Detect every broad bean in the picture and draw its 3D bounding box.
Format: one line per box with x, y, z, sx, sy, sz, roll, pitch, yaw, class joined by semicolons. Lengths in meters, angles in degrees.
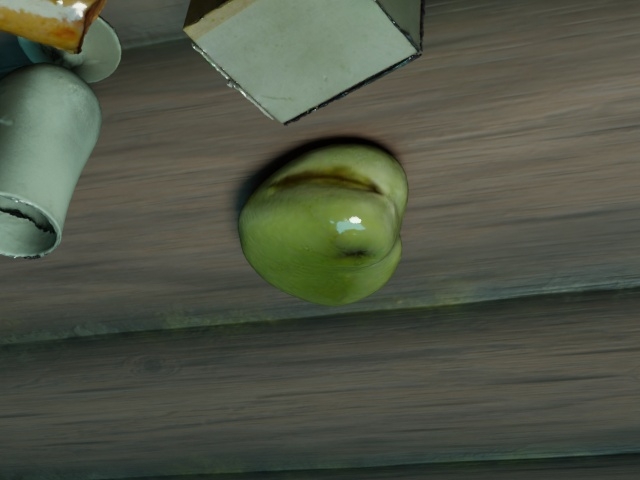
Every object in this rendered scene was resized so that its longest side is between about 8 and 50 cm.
0.000;0.000;1.023;0.189;0.121;0.263;14;144;-6;broad bean

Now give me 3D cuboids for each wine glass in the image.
-0.251;-0.101;0.824;0.103;0.231;0.103;4;145;3;wine glass

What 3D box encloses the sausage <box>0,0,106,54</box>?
-0.306;-0.244;0.750;0.270;0.109;0.109;23;140;-24;sausage

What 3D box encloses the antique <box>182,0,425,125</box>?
-0.014;-0.203;0.727;0.146;0.152;0.148;-22;133;31;antique
